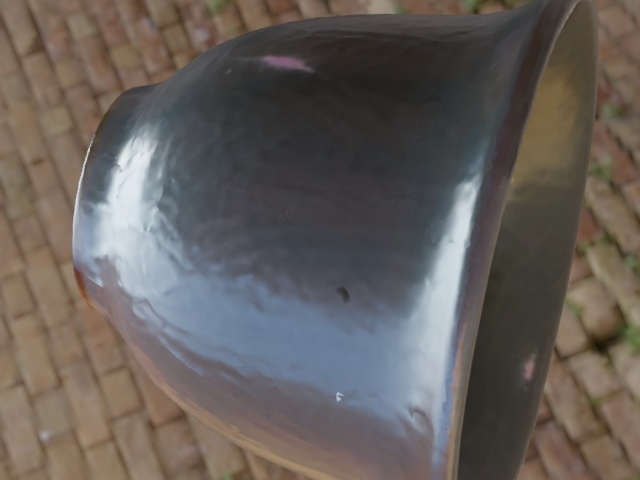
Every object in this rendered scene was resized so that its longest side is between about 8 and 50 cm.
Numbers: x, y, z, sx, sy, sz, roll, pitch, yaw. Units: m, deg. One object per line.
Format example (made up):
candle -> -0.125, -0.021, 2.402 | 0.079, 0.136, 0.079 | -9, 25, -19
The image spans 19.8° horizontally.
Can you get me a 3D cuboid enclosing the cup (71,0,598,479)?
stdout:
cup -> 0.000, 0.000, 0.616 | 0.199, 0.150, 0.199 | 11, -90, -75
